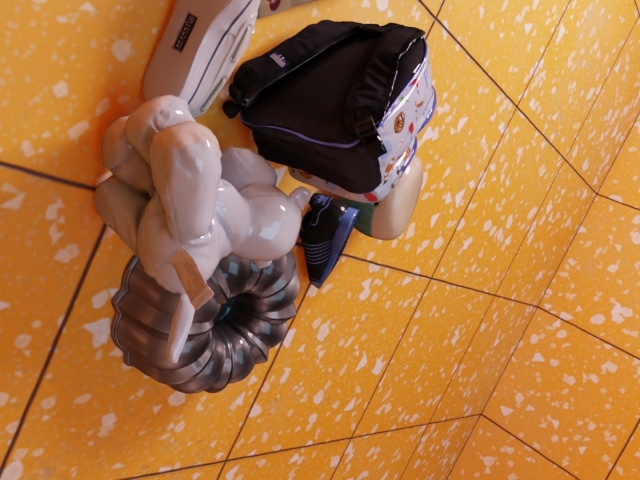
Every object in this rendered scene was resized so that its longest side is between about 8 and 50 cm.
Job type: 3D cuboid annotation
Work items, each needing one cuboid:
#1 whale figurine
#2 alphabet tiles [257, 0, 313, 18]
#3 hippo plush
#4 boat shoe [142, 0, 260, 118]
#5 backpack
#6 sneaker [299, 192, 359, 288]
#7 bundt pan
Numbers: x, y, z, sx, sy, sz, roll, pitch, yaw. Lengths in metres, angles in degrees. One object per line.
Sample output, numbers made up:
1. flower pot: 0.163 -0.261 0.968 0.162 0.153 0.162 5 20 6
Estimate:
1. whale figurine: 0.126 -0.108 1.191 0.272 0.141 0.216 -42 147 -63
2. alphabet tiles: 0.008 -0.459 0.803 0.343 0.011 0.285 -27 146 -25
3. hippo plush: -0.120 -0.053 0.773 0.237 0.294 0.234 -10 143 -42
4. boat shoe: -0.126 -0.274 0.770 0.088 0.096 0.267 5 117 -62
5. backpack: 0.048 -0.202 0.909 0.263 0.277 0.213 -55 149 -19
6. sneaker: 0.000 0.000 1.138 0.081 0.090 0.232 -56 172 -41
7. bundt pan: -0.159 0.109 0.980 0.331 0.124 0.330 -30 134 -36
